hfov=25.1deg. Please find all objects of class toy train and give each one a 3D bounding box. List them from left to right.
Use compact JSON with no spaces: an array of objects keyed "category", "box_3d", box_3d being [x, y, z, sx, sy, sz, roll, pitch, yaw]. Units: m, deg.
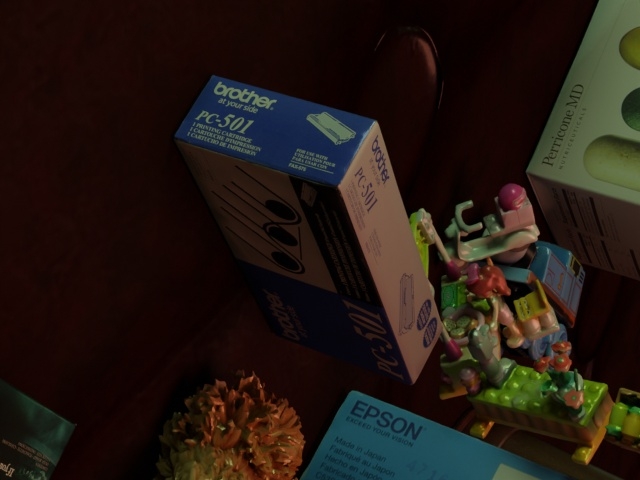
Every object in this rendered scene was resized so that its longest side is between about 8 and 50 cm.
[{"category":"toy train","box_3d":[0.161,0.043,1.176,0.184,0.080,0.105,36,65,-62]}]

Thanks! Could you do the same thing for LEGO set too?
[{"category":"LEGO set","box_3d":[0.127,0.053,0.960,0.132,0.287,0.107,-30,125,0]}]

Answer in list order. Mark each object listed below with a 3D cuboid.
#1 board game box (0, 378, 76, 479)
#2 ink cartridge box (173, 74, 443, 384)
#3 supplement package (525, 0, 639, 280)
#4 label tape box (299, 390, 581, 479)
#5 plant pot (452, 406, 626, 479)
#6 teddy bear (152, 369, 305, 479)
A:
[{"category":"board game box","box_3d":[-0.175,0.101,0.574,0.126,0.026,0.186,-65,155,-15]},{"category":"ink cartridge box","box_3d":[0.000,0.000,0.781,0.046,0.097,0.207,-61,153,-23]},{"category":"supplement package","box_3d":[0.352,-0.069,1.262,0.199,0.263,0.198,-66,154,-14]},{"category":"label tape box","box_3d":[0.140,0.267,1.070,0.115,0.249,0.347,-61,153,-21]},{"category":"plant pot","box_3d":[0.190,0.249,1.265,0.167,0.165,0.167,-46,145,-45]},{"category":"teddy bear","box_3d":[-0.086,0.223,0.742,0.338,0.113,0.245,-35,134,-53]}]
